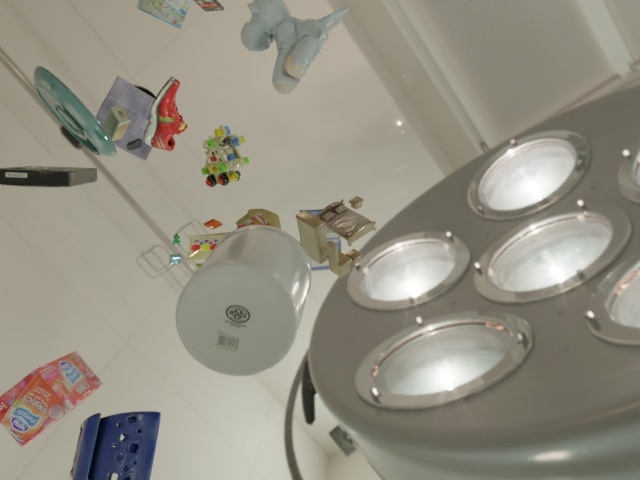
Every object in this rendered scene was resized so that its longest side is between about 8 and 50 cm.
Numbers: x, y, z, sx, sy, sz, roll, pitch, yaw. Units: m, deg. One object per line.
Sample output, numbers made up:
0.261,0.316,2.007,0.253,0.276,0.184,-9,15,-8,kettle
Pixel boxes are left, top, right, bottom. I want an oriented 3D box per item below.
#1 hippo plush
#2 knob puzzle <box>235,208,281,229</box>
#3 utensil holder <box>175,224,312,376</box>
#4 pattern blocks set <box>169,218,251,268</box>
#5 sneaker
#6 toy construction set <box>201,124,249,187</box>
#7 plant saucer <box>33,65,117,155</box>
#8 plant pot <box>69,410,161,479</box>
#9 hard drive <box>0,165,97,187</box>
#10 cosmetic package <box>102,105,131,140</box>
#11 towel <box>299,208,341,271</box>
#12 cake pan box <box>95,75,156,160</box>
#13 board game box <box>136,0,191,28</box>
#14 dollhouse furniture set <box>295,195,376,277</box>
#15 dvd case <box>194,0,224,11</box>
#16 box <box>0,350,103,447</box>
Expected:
-0.117,-0.589,1.423,0.294,0.237,0.234,-45,-164,41,hippo plush
-0.257,-0.059,2.183,0.213,0.213,0.030,-50,-175,-37,knob puzzle
-0.196,0.149,1.377,0.328,0.327,0.385,-36,-171,9,utensil holder
-0.457,0.023,2.051,0.285,0.325,0.026,-62,-141,32,pattern blocks set
-0.488,-0.410,1.618,0.107,0.119,0.279,-80,-163,-45,sneaker
-0.388,-0.323,1.902,0.151,0.214,0.328,-22,-165,-21,toy construction set
-0.736,-0.367,1.467,0.043,0.317,0.318,-46,-163,-20,plant saucer
-0.632,0.642,1.509,0.236,0.212,0.235,-38,-135,55,plant pot
-0.983,-0.235,1.804,0.237,0.064,0.339,1,-169,-11,hard drive
-0.660,-0.378,1.596,0.041,0.060,0.115,-31,180,-41,cosmetic package
0.000,0.000,2.204,0.210,0.284,0.034,-5,-172,-27,towel
-0.771,-0.500,2.017,0.266,0.246,0.070,-59,-146,7,cake pan box
-0.516,-0.784,1.636,0.026,0.154,0.103,44,-68,36,board game box
0.101,-0.077,1.825,0.356,0.173,0.303,-32,-135,-26,dollhouse furniture set
-0.372,-0.764,1.554,0.087,0.119,0.013,14,-96,34,dvd case
-0.760,0.435,1.394,0.154,0.142,0.300,-39,-178,-8,box
